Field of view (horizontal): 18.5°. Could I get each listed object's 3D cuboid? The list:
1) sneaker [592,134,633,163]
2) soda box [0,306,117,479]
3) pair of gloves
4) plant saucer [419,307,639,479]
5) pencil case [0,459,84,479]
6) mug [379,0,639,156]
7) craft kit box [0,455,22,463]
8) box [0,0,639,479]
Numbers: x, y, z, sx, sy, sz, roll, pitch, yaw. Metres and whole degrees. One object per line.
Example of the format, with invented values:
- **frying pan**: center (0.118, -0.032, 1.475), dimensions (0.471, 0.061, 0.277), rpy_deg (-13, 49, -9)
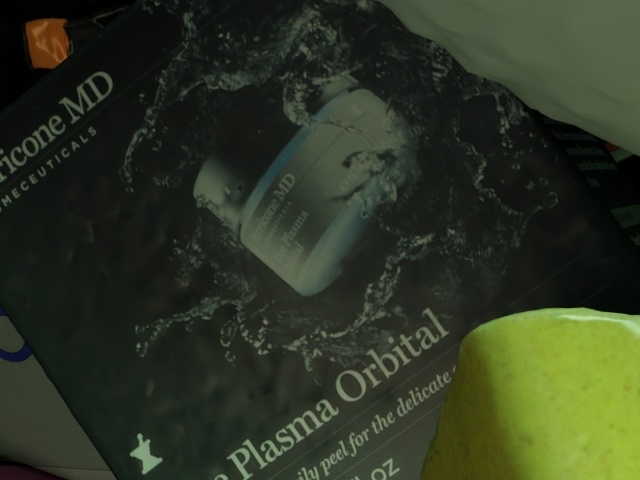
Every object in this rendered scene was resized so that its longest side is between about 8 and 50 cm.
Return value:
- **sneaker**: center (0.063, -0.052, 0.620), dimensions (0.158, 0.061, 0.065), rpy_deg (-19, 101, 29)
- **soda box**: center (0.010, 0.051, 0.674), dimensions (0.286, 0.091, 0.098), rpy_deg (18, 122, 14)
- **pair of gloves**: center (-0.074, -0.089, 0.685), dimensions (0.074, 0.010, 0.083), rpy_deg (7, 119, 19)
- **plant saucer**: center (0.176, 0.154, 0.536), dimensions (0.332, 0.081, 0.333), rpy_deg (9, 147, -1)
- **pencil case**: center (-0.078, 0.134, 0.703), dimensions (0.209, 0.095, 0.098), rpy_deg (11, 102, -14)
- **mug**: center (0.095, -0.209, 0.393), dimensions (0.374, 0.276, 0.328), rpy_deg (-35, 98, 30)
- **craft kit box**: center (-0.153, 0.222, 0.774), dimensions (0.246, 0.061, 0.250), rpy_deg (-28, 106, -5)
- **box**: center (0.000, 0.000, 0.564), dimensions (0.156, 0.093, 0.158), rpy_deg (-37, 81, 15)
